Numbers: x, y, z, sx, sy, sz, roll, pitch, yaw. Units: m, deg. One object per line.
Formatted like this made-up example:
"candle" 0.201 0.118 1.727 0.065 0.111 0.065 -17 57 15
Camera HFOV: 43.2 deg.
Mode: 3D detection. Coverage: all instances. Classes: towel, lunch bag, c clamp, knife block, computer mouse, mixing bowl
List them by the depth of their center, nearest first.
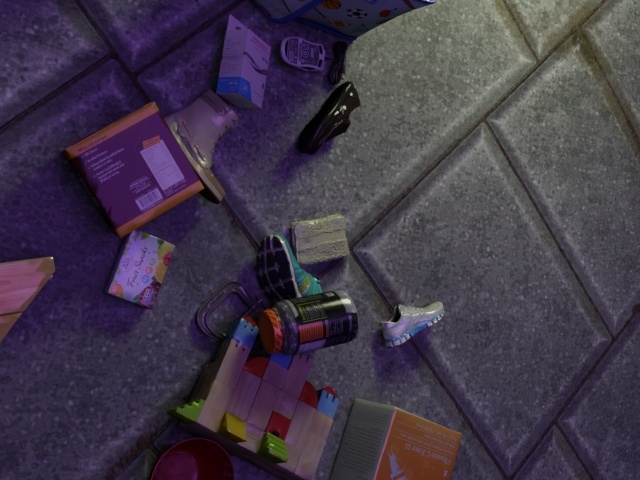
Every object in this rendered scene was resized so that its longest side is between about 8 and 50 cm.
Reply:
"knife block" -0.653 0.081 1.445 0.242 0.088 0.275 42 69 -23
"mixing bowl" -0.277 0.485 1.647 0.181 0.098 0.181 1 88 -31
"lunch bag" 0.018 -0.602 1.748 0.385 0.328 0.239 12 80 -32
"c clamp" -0.188 0.162 1.761 0.161 0.022 0.137 -39 107 -27
"towel" 0.000 0.000 1.879 0.148 0.027 0.110 -11 94 -31
"computer mouse" -0.021 -0.429 1.881 0.193 0.042 0.106 5 90 -36

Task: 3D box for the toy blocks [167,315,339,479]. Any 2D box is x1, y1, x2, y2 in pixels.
"toy blocks" -0.112 0.336 1.726 0.381 0.191 0.261 34 59 -20

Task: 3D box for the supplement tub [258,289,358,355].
"supplement tub" -0.027 0.174 1.695 0.190 0.117 0.117 -9 92 -25

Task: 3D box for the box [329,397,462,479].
"box" 0.153 0.568 1.862 0.215 0.168 0.345 25 75 -28

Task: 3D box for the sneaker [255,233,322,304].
"sneaker" -0.057 0.105 1.815 0.110 0.107 0.275 -40 114 -46

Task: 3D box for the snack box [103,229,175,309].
"snack box" -0.368 0.058 1.648 0.100 0.037 0.141 24 76 -27

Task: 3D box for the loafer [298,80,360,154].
"loafer" 0.032 -0.274 1.880 0.078 0.080 0.220 44 67 -21

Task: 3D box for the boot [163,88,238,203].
"boot" -0.231 -0.201 1.718 0.165 0.077 0.213 -40 100 -26

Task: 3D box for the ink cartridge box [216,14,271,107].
"ink cartridge box" -0.163 -0.388 1.754 0.104 0.060 0.180 22 74 -64

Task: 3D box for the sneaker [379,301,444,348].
"sneaker" 0.224 0.185 1.984 0.191 0.071 0.083 -29 96 -29

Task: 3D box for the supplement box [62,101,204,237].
"supplement box" -0.368 -0.139 1.583 0.191 0.129 0.194 -32 104 -15
